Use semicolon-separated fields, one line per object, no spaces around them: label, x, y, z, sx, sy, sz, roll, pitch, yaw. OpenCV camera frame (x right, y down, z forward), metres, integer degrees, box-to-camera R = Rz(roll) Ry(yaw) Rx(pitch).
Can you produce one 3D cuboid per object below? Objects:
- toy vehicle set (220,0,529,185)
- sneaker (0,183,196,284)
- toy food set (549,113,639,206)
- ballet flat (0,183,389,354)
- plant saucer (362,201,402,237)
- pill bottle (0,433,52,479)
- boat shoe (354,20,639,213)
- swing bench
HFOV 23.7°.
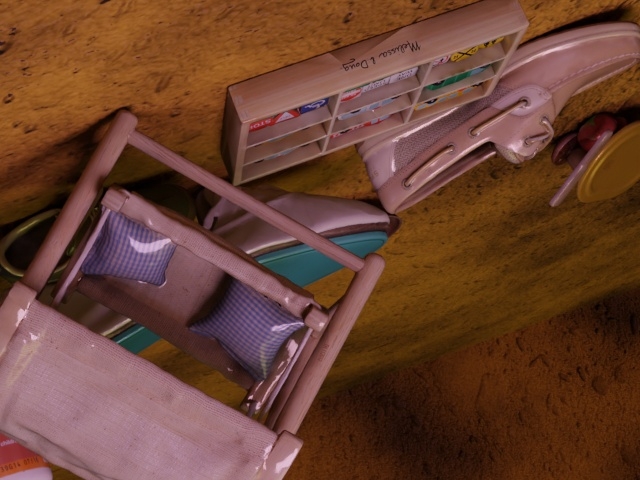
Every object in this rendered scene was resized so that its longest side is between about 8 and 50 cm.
toy vehicle set;0.043;-0.133;1.362;0.267;0.035;0.166;-20;167;-10
sneaker;-0.209;-0.005;1.393;0.192;0.064;0.086;-19;172;0
toy food set;0.346;-0.116;1.888;0.218;0.071;0.128;-9;137;-52
ballet flat;-0.128;0.018;1.490;0.400;0.139;0.139;-24;168;-13
plant saucer;0.000;0.000;1.825;0.199;0.036;0.198;-20;167;-5
pill bottle;-0.347;0.154;1.470;0.121;0.216;0.121;-21;168;-5
boat shoe;0.186;-0.120;1.506;0.302;0.098;0.109;-24;167;8
swing bench;-0.125;0.080;1.243;0.254;0.253;0.165;-64;-173;-27
